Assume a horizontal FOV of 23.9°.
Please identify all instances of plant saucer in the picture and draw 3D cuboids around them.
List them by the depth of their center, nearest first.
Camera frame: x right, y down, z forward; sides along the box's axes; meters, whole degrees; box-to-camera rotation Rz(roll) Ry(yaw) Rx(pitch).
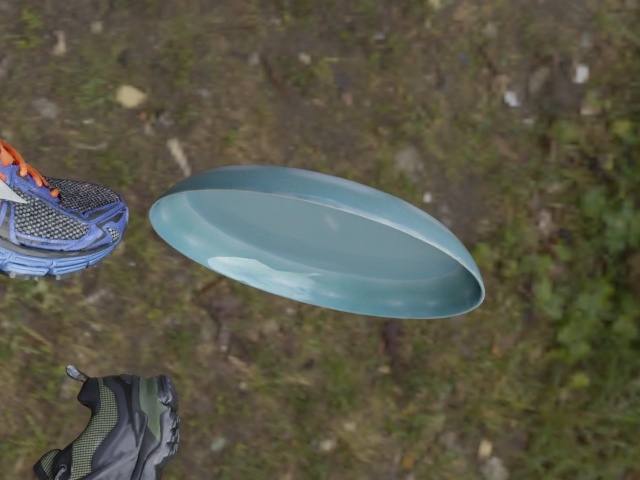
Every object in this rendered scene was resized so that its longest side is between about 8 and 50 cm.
[{"bbox_3d":[0.000,0.000,1.395,0.317,0.317,0.044,29,68,-37],"label":"plant saucer"}]

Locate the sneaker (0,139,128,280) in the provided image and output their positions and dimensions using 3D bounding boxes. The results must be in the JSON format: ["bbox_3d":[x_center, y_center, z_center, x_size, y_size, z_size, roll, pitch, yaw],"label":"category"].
[{"bbox_3d":[-0.187,-0.036,0.781,0.221,0.083,0.087,13,102,-45],"label":"sneaker"}]

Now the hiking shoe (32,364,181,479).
[{"bbox_3d":[-0.187,0.221,1.274,0.086,0.114,0.227,81,17,-73],"label":"hiking shoe"}]
